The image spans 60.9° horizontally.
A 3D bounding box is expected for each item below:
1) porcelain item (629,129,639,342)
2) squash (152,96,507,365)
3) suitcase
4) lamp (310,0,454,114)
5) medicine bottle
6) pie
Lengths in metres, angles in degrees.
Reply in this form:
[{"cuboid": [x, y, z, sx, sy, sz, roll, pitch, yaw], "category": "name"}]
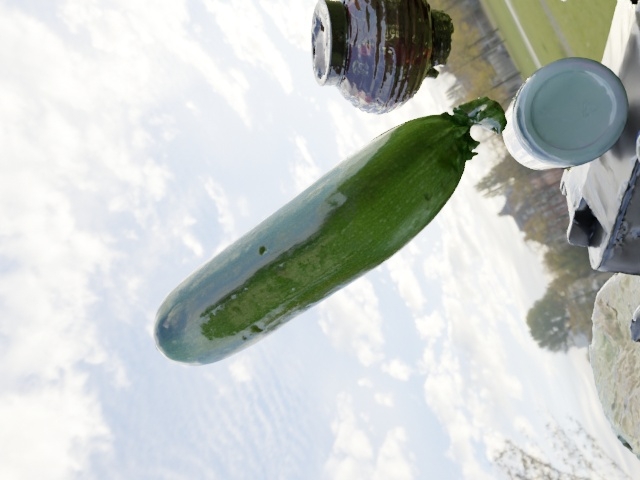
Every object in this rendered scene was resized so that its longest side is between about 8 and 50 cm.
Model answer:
[{"cuboid": [0.318, -0.029, 0.381, 0.186, 0.138, 0.288, -36, -53, -32], "category": "porcelain item"}, {"cuboid": [0.000, 0.000, 0.493, 0.101, 0.378, 0.101, 50, -169, -13], "category": "squash"}, {"cuboid": [0.400, -0.173, 0.579, 0.283, 0.194, 0.434, -67, -19, -49], "category": "suitcase"}, {"cuboid": [0.103, -0.334, 0.929, 0.247, 0.246, 0.247, 44, -150, -35], "category": "lamp"}, {"cuboid": [0.229, -0.115, 0.543, 0.091, 0.090, 0.216, 63, -165, 2], "category": "medicine bottle"}, {"cuboid": [0.471, 0.170, 0.788, 0.306, 0.071, 0.307, 2, -90, -88], "category": "pie"}]
